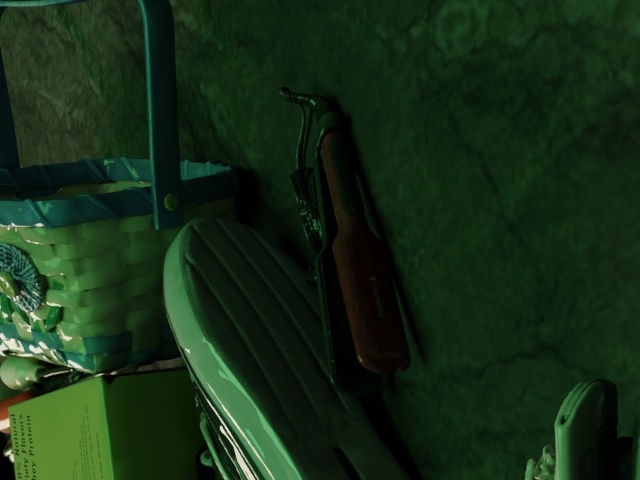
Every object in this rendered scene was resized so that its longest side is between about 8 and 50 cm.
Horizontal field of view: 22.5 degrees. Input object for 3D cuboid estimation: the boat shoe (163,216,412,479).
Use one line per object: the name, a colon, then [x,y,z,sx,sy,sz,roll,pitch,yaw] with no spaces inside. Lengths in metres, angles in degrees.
boat shoe: [-0.034,0.134,1.088,0.119,0.121,0.335,-57,47,38]

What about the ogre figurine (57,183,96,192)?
ogre figurine: [-0.250,0.011,1.459,0.197,0.096,0.118,-56,33,33]

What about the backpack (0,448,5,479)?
backpack: [-0.387,0.262,1.718,0.098,0.101,0.120,-23,68,51]

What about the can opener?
can opener: [0.151,0.204,0.818,0.093,0.074,0.280,7,103,31]

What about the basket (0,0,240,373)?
basket: [-0.182,-0.049,1.242,0.254,0.201,0.289,2,97,52]

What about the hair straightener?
hair straightener: [0.000,0.000,1.094,0.089,0.047,0.230,-47,53,50]

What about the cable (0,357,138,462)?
cable: [-0.237,0.126,1.454,0.287,0.072,0.139,-29,33,61]

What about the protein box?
protein box: [-0.136,0.208,1.253,0.201,0.136,0.200,-22,74,57]
